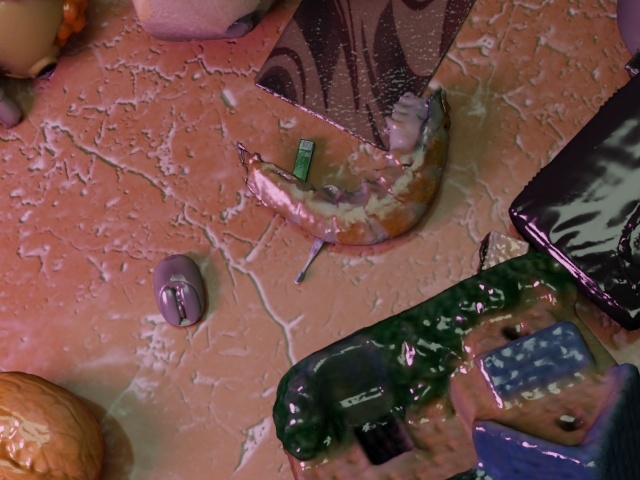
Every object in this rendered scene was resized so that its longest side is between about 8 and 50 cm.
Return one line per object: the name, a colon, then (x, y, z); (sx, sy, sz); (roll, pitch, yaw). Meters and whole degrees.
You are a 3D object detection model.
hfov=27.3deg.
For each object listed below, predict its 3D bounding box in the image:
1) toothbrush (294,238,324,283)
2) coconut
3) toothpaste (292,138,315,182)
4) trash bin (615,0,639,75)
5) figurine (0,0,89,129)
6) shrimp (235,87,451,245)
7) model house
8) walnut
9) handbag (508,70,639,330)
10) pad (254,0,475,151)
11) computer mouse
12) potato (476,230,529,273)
toothbrush: (0.000, 0.000, 1.737); (0.011, 0.013, 0.131); (28, 78, 8)
coconut: (-0.150, -0.377, 1.742); (0.239, 0.239, 0.244); (-23, 75, 1)
toothpaste: (-0.026, -0.094, 1.761); (0.020, 0.017, 0.083); (12, 78, 7)
trash bin: (0.490, -0.337, 1.635); (0.217, 0.262, 0.277); (35, 83, 13)
figurine: (-0.455, -0.252, 1.764); (0.224, 0.205, 0.382); (14, 86, 16)
shrimp: (0.048, -0.081, 1.727); (0.287, 0.068, 0.185); (-17, 76, 6)
model house: (0.171, 0.272, 1.409); (0.382, 0.335, 0.343); (-20, 30, -3)
walnut: (-0.365, 0.251, 1.646); (0.206, 0.159, 0.159); (32, 82, 6)
handbag: (0.400, -0.049, 1.637); (0.275, 0.088, 0.244); (-45, 63, 0)
pad: (0.078, -0.306, 1.809); (0.220, 0.004, 0.330); (27, 80, 13)
computer mouse: (-0.186, 0.064, 1.728); (0.066, 0.039, 0.096); (-12, 75, 4)
potato: (0.225, 0.060, 1.659); (0.061, 0.086, 0.122); (8, 71, 11)
